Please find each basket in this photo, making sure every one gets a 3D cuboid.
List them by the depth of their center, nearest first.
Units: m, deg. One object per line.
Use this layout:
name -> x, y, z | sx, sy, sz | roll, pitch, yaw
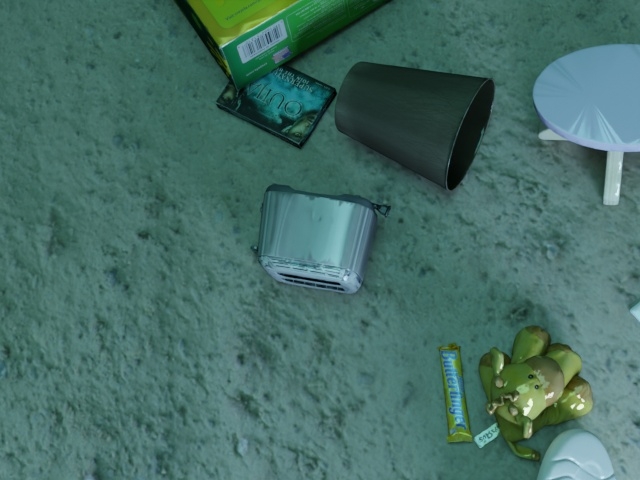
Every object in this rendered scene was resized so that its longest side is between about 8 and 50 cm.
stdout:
basket -> 0.151, -0.209, 1.836 | 0.226, 0.154, 0.204 | 20, 78, 21

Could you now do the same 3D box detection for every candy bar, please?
candy bar -> 0.213, 0.242, 1.731 | 0.040, 0.018, 0.161 | -8, 70, 9

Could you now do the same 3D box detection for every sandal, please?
sandal -> 0.340, 0.478, 1.572 | 0.102, 0.169, 0.416 | -16, 62, 50

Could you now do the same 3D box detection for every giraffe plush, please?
giraffe plush -> 0.306, 0.223, 1.636 | 0.181, 0.170, 0.210 | 37, 82, 20

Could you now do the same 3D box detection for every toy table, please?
toy table -> 0.484, -0.200, 1.754 | 0.274, 0.161, 0.252 | 16, 75, 17

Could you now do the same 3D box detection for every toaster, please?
toaster -> 0.000, 0.000, 1.804 | 0.227, 0.129, 0.146 | 9, 77, 12

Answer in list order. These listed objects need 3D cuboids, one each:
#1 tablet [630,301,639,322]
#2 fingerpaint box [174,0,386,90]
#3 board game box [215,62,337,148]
tablet -> 0.538, 0.105, 1.718 | 0.083, 0.006, 0.054 | -38, 68, -3
fingerpaint box -> -0.070, -0.547, 1.978 | 0.444, 0.163, 0.371 | -33, 68, -6
board game box -> -0.081, -0.257, 1.962 | 0.186, 0.026, 0.126 | 27, 78, 19
